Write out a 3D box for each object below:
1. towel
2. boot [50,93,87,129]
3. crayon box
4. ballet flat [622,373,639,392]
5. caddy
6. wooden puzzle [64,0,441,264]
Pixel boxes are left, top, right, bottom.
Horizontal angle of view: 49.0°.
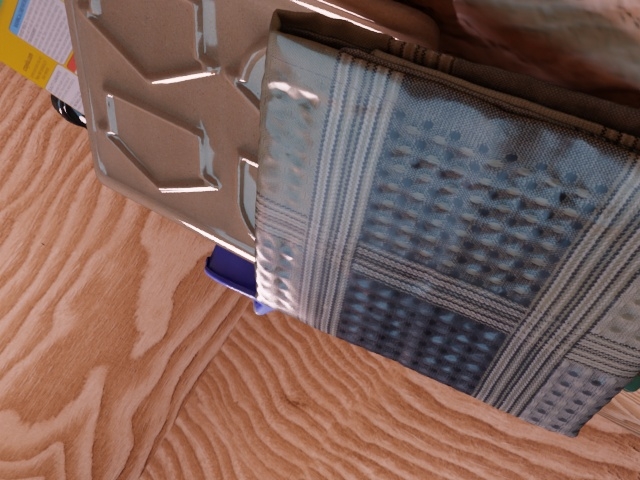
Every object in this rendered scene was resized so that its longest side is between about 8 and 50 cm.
[{"bbox_3d":[0.101,0.008,0.502,0.312,0.056,0.324,23,145,9],"label":"towel"},{"bbox_3d":[-0.266,-0.191,1.234,0.260,0.131,0.348,36,-167,24],"label":"boot"},{"bbox_3d":[-0.283,-0.243,0.732,0.323,0.083,0.203,33,154,-22],"label":"crayon box"},{"bbox_3d":[0.478,0.212,1.213,0.168,0.057,0.052,33,-174,-13],"label":"ballet flat"},{"bbox_3d":[-0.088,0.051,1.308,0.242,0.179,0.341,20,-178,-9],"label":"caddy"},{"bbox_3d":[-0.068,-0.108,0.598,0.322,0.080,0.347,27,145,16],"label":"wooden puzzle"}]
